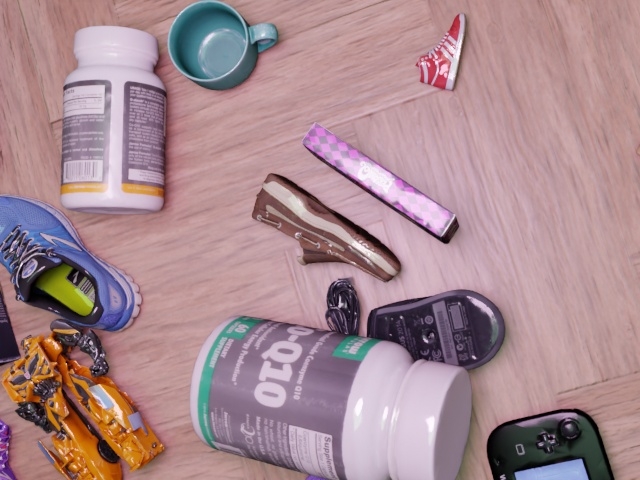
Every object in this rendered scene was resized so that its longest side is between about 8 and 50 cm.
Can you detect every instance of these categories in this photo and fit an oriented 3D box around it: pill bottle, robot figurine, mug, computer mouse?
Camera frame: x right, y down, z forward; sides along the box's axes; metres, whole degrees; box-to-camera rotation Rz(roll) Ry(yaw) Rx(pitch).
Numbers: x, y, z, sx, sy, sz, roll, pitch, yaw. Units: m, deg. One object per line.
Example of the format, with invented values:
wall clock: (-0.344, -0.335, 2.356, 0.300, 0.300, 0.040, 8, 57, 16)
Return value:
pill bottle: (0.015, 0.230, 1.167, 0.361, 0.204, 0.204, 7, 89, 26)
robot figurine: (-0.394, 0.269, 1.332, 0.211, 0.085, 0.291, -44, 82, 19)
pill bottle: (-0.326, -0.184, 1.314, 0.162, 0.162, 0.278, 0, 87, 11)
mug: (-0.153, -0.300, 1.317, 0.157, 0.097, 0.129, 24, 92, 11)
computer mouse: (0.148, 0.136, 1.257, 0.272, 0.072, 0.188, -8, 88, 23)

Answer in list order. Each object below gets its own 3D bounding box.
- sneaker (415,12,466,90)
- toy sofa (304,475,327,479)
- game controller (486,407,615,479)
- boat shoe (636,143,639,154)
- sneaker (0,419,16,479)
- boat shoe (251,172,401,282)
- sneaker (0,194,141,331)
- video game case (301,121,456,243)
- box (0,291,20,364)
sneaker: (0.185, -0.295, 1.278, 0.067, 0.042, 0.118, 11, 92, 8)
toy sofa: (-0.037, 0.482, 1.232, 0.362, 0.150, 0.177, -43, 82, 7)
game controller: (0.356, 0.408, 1.200, 0.166, 0.067, 0.319, -17, 84, 10)
boat shoe: (0.545, -0.093, 1.194, 0.190, 0.068, 0.072, 41, 108, 20)
sneaker: (-0.544, 0.344, 1.381, 0.071, 0.068, 0.170, -27, 82, 3)
boat shoe: (0.003, 0.000, 1.281, 0.257, 0.095, 0.095, 36, 100, 21)
sneaker: (-0.444, 0.028, 1.334, 0.330, 0.147, 0.130, 33, 94, 11)
video game case: (0.094, -0.077, 1.201, 0.232, 0.210, 0.042, 35, 94, 11)
box: (-0.619, 0.130, 1.383, 0.153, 0.108, 0.207, -22, 83, 9)
